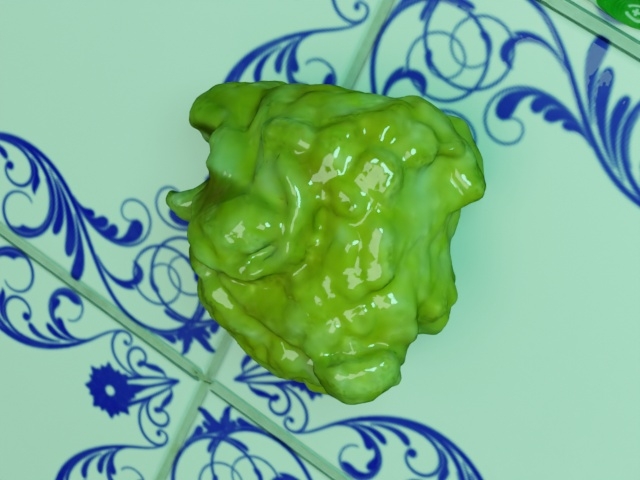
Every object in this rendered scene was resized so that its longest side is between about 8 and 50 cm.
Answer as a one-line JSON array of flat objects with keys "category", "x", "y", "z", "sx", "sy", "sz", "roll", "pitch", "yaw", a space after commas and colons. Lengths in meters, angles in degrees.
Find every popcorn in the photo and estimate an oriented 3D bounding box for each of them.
[{"category": "popcorn", "x": 0.000, "y": 0.000, "z": 1.088, "sx": 0.242, "sy": 0.235, "sz": 0.250, "roll": 12, "pitch": 93, "yaw": 50}]

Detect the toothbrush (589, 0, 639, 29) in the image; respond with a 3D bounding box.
[{"category": "toothbrush", "x": 0.235, "y": -0.180, "z": 1.020, "sx": 0.304, "sy": 0.030, "sz": 0.030, "roll": 33, "pitch": 119, "yaw": 18}]
